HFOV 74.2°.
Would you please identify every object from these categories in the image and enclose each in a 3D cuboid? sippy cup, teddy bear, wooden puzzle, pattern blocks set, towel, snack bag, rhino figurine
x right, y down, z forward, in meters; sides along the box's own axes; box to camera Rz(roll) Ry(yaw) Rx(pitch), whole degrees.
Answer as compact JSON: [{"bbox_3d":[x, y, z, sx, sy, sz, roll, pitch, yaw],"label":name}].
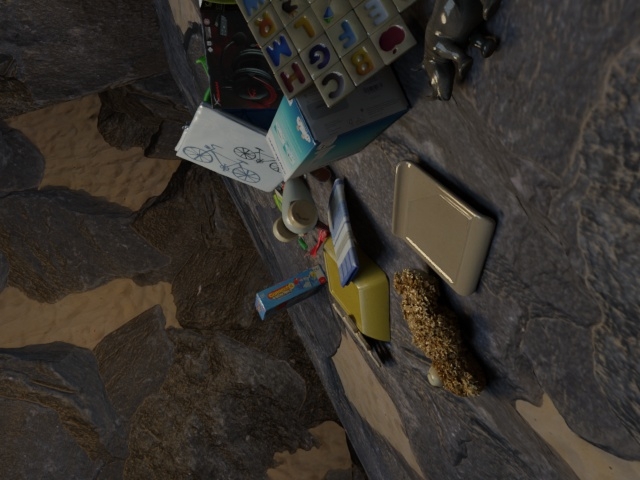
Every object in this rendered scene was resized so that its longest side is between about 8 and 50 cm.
[{"bbox_3d":[-0.253,-0.413,1.302,0.224,0.240,0.305,-128,38,-56],"label":"sippy cup"},{"bbox_3d":[0.263,0.219,1.015,0.337,0.113,0.245,68,165,-7],"label":"teddy bear"},{"bbox_3d":[0.242,-0.028,0.867,0.238,0.044,0.220,46,154,38],"label":"wooden puzzle"},{"bbox_3d":[-0.126,-0.112,1.686,0.285,0.026,0.324,40,154,57],"label":"pattern blocks set"},{"bbox_3d":[0.068,-0.021,1.268,0.209,0.034,0.284,106,155,-66],"label":"towel"},{"bbox_3d":[-0.230,-0.255,1.198,0.343,0.323,0.037,-25,48,60],"label":"snack bag"},{"bbox_3d":[0.191,-0.291,0.598,0.106,0.073,0.243,55,162,19],"label":"rhino figurine"}]

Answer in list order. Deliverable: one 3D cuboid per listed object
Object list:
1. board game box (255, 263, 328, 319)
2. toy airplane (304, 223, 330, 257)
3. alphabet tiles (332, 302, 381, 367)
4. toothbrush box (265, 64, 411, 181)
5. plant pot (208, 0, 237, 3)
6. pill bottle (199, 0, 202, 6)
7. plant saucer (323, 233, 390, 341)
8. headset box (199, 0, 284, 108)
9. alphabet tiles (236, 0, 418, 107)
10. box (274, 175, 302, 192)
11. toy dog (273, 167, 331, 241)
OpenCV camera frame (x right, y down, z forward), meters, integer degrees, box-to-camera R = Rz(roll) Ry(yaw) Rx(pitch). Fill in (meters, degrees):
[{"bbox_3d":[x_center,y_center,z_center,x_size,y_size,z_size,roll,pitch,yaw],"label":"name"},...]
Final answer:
[{"bbox_3d":[-0.141,0.242,1.936,0.086,0.302,0.308,62,163,11],"label":"board game box"},{"bbox_3d":[0.000,0.000,1.429,0.028,0.151,0.151,33,169,-13],"label":"toy airplane"},{"bbox_3d":[0.140,0.353,1.579,0.278,0.021,0.284,52,175,17],"label":"alphabet tiles"},{"bbox_3d":[0.020,-0.251,0.922,0.126,0.217,0.295,65,164,0],"label":"toothbrush box"},{"bbox_3d":[-0.219,-0.712,0.873,0.353,0.367,0.366,-116,11,-53],"label":"plant pot"},{"bbox_3d":[-0.226,-0.652,1.126,0.229,0.131,0.131,-82,-13,-48],"label":"pill bottle"},{"bbox_3d":[0.108,0.155,1.446,0.333,0.081,0.332,49,156,44],"label":"plant saucer"},{"bbox_3d":[-0.111,-0.427,0.974,0.110,0.294,0.218,-101,12,-46],"label":"headset box"},{"bbox_3d":[0.006,-0.414,0.713,0.342,0.285,0.011,63,-159,9],"label":"alphabet tiles"},{"bbox_3d":[-0.137,-0.233,1.691,0.232,0.059,0.183,51,159,40],"label":"box"},{"bbox_3d":[-0.037,-0.149,1.318,0.220,0.161,0.333,11,89,65],"label":"toy dog"}]
